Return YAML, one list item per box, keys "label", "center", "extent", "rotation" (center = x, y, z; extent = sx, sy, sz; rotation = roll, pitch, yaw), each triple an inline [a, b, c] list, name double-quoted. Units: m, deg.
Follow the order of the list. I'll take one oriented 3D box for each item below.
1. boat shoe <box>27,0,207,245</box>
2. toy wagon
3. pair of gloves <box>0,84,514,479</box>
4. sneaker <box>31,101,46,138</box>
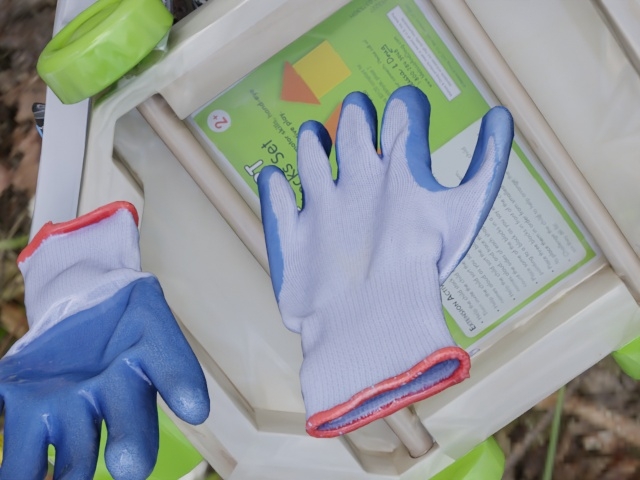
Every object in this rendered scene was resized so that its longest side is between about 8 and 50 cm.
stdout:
- label: "boat shoe"
  center: [-0.095, -0.098, 0.877]
  extent: [0.102, 0.108, 0.301]
  rotation: [8, 131, -10]
- label: "toy wagon"
  center: [0.000, 0.000, 0.671]
  extent: [0.344, 0.068, 0.267]
  rotation: [-35, 111, 6]
- label: "pair of gloves"
  center: [-0.029, 0.015, 0.489]
  extent: [0.198, 0.159, 0.023]
  rotation: [-24, 122, 11]
- label: "sneaker"
  center: [-0.217, -0.169, 1.659]
  extent: [0.188, 0.067, 0.078]
  rotation: [-38, 94, -1]
